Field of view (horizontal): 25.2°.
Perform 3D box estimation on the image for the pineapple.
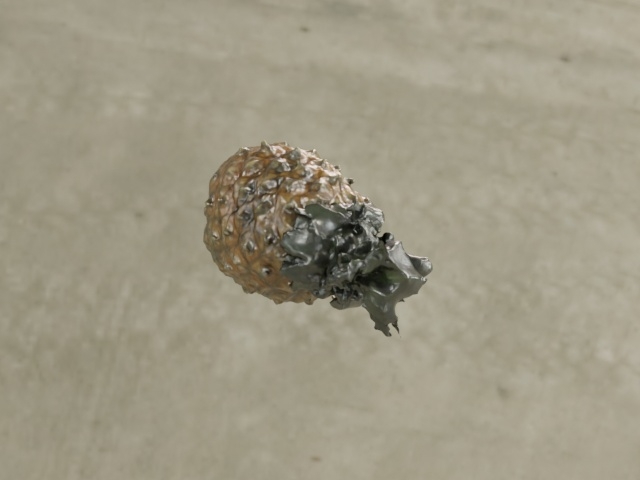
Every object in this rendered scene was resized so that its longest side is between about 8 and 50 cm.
[{"bbox_3d":[0.000,0.000,0.894,0.108,0.108,0.197,-10,18,-26],"label":"pineapple"}]
